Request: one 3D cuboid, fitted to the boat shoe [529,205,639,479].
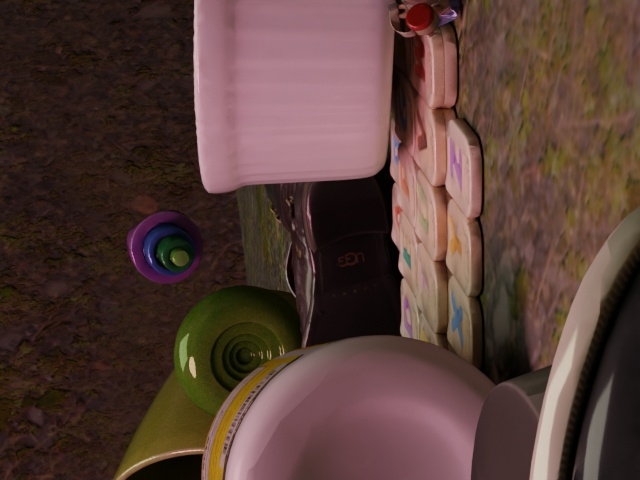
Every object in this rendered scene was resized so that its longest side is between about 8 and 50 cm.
[{"bbox_3d":[0.136,0.157,0.455,0.113,0.127,0.340,9,98,53],"label":"boat shoe"}]

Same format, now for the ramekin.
[{"bbox_3d":[-0.014,-0.171,1.152,0.277,0.135,0.277,2,-90,-90],"label":"ramekin"}]

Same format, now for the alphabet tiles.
[{"bbox_3d":[0.077,-0.031,1.142,0.278,0.021,0.284,-111,17,-67],"label":"alphabet tiles"}]

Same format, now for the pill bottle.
[{"bbox_3d":[0.017,0.162,1.055,0.334,0.188,0.188,146,119,-81],"label":"pill bottle"}]

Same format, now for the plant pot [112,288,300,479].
[{"bbox_3d":[-0.071,0.201,1.697,0.293,0.275,0.275,-80,-6,-46],"label":"plant pot"}]

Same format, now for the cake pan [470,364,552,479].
[{"bbox_3d":[0.128,0.192,0.755,0.293,0.054,0.293,175,90,-83],"label":"cake pan"}]

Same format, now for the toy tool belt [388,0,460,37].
[{"bbox_3d":[0.072,-0.161,1.017,0.051,0.052,0.083,39,-141,-53],"label":"toy tool belt"}]

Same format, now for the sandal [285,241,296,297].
[{"bbox_3d":[0.003,0.016,1.542,0.265,0.076,0.102,105,159,-70],"label":"sandal"}]

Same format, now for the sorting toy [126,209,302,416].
[{"bbox_3d":[-0.046,0.131,1.385,0.365,0.127,0.126,56,173,-14],"label":"sorting toy"}]

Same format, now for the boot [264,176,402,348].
[{"bbox_3d":[0.000,0.000,1.406,0.229,0.091,0.263,-127,34,-65],"label":"boot"}]
